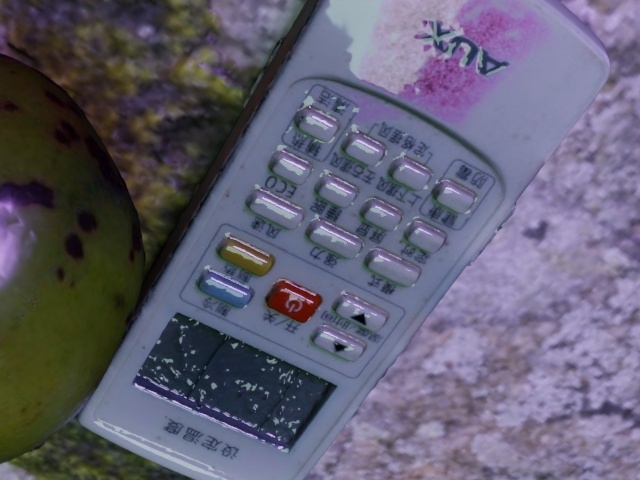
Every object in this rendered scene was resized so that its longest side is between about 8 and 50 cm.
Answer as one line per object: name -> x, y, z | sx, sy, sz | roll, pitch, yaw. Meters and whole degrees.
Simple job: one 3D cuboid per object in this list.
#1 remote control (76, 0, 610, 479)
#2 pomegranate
remote control -> 0.000, 0.000, 0.558 | 0.145, 0.050, 0.344 | 26, 118, -14
pomegranate -> -0.175, 0.022, 0.509 | 0.202, 0.202, 0.248 | -4, 151, 3
